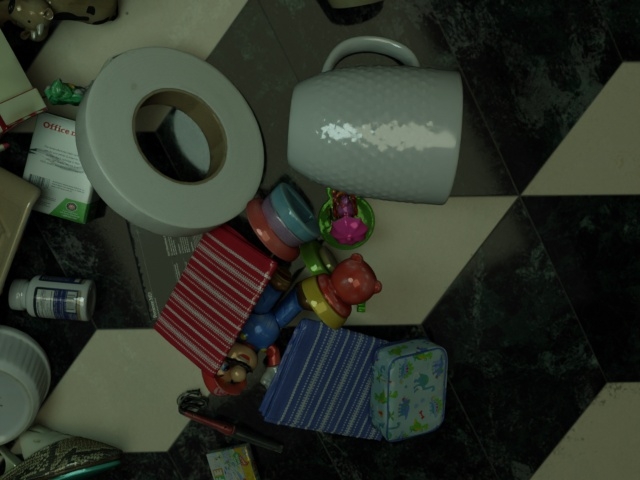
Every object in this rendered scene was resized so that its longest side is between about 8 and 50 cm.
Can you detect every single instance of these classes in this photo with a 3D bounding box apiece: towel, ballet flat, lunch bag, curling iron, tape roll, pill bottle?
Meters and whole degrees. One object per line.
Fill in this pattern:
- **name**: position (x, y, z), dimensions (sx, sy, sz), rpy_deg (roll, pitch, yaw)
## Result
- **towel**: position (-0.217, 0.115, 1.491), dimensions (0.199, 0.031, 0.274), rpy_deg (33, 96, 31)
- **towel**: position (0.046, 0.315, 1.612), dimensions (0.336, 0.040, 0.243), rpy_deg (20, 96, -32)
- **ballet flat**: position (-0.688, 0.529, 1.631), dimensions (0.483, 0.164, 0.182), rpy_deg (-29, 72, 3)
- **lunch bag**: position (0.200, 0.333, 1.626), dimensions (0.176, 0.090, 0.219), rpy_deg (-9, 109, -26)
- **curling iron**: position (-0.209, 0.427, 1.680), dimensions (0.274, 0.035, 0.068), rpy_deg (30, 96, -6)
- **tape roll**: position (-0.294, -0.200, 1.456), dimensions (0.392, 0.072, 0.392), rpy_deg (13, 66, -33)
- **pill bottle**: position (-0.590, 0.125, 1.596), dimensions (0.169, 0.094, 0.094), rpy_deg (6, 97, -3)

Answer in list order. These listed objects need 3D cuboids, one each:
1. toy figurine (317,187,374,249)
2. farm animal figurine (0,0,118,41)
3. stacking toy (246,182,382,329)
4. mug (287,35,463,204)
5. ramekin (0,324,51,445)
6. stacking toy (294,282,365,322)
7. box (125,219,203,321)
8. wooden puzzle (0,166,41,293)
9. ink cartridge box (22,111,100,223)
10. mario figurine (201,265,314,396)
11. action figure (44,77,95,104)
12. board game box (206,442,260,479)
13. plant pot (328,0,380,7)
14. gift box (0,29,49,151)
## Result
- **toy figurine**: position (0.059, -0.055, 1.563), dimensions (0.130, 0.159, 0.173), rpy_deg (-6, 97, -1)
- **farm animal figurine**: position (-0.558, -0.485, 1.457), dimensions (0.327, 0.330, 0.172), rpy_deg (-11, 96, -29)
- **stacking toy**: position (0.000, 0.000, 1.497), dimensions (0.130, 0.279, 0.309), rpy_deg (-36, 98, 13)
- **mug**: position (0.107, -0.266, 1.504), dimensions (0.328, 0.276, 0.374), rpy_deg (5, 67, 0)
- **ramekin**: position (-0.727, 0.326, 1.559), dimensions (0.273, 0.127, 0.272), rpy_deg (-7, 115, -14)
- **stacking toy**: position (0.011, 0.208, 1.655), dimensions (0.167, 0.052, 0.221), rpy_deg (6, 96, -5)
- **box**: position (-0.309, 0.027, 1.589), dimensions (0.184, 0.103, 0.261), rpy_deg (-12, 98, -4)
- **wooden puzzle**: position (-0.758, -0.005, 1.537), dimensions (0.322, 0.080, 0.347), rpy_deg (25, 92, 21)
- **ink cartridge box**: position (-0.546, -0.158, 1.562), dimensions (0.153, 0.087, 0.208), rpy_deg (17, 98, -4)
- **mario figurine**: position (-0.137, 0.223, 1.562), dimensions (0.198, 0.170, 0.320), rpy_deg (42, 104, 13)
- **action figure**: position (-0.500, -0.298, 1.472), dimensions (0.137, 0.232, 0.063), rpy_deg (4, 97, -3)
- **board game box**: position (-0.194, 0.556, 1.683), dimensions (0.103, 0.026, 0.154), rpy_deg (-16, 93, 16)
- **plant pot**: position (0.062, -0.622, 1.461), dimensions (0.257, 0.256, 0.274), rpy_deg (-11, 114, -1)
- **gift box**: position (-0.687, -0.297, 1.416), dimensions (0.276, 0.255, 0.258), rpy_deg (-31, 112, -23)
